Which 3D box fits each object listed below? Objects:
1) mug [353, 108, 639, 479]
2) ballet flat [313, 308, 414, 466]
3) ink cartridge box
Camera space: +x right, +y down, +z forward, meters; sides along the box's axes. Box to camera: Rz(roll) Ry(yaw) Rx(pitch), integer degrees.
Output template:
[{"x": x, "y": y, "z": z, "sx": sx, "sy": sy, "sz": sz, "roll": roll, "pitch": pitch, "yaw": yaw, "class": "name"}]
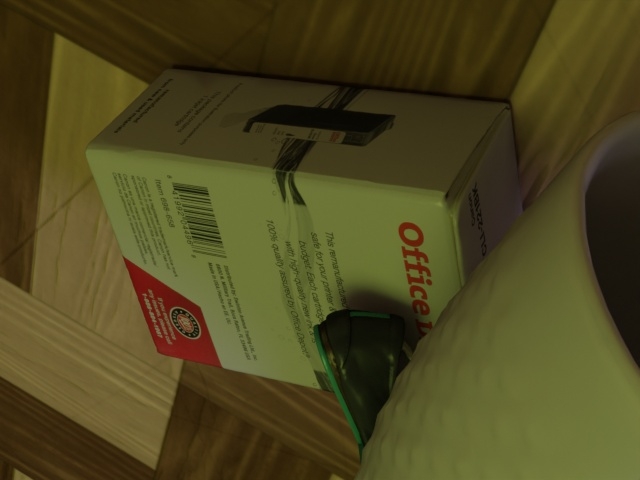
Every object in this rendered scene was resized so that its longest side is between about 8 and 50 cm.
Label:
[{"x": 0.199, "y": 0.130, "z": 0.709, "sx": 0.276, "sy": 0.374, "sz": 0.328, "roll": 59, "pitch": 138, "yaw": 24, "class": "mug"}, {"x": 0.051, "y": 0.127, "z": 0.840, "sx": 0.074, "sy": 0.074, "sz": 0.203, "roll": 6, "pitch": 128, "yaw": 31, "class": "ballet flat"}, {"x": 0.000, "y": 0.000, "z": 0.890, "sx": 0.273, "sy": 0.114, "sz": 0.197, "roll": 10, "pitch": 133, "yaw": 28, "class": "ink cartridge box"}]
